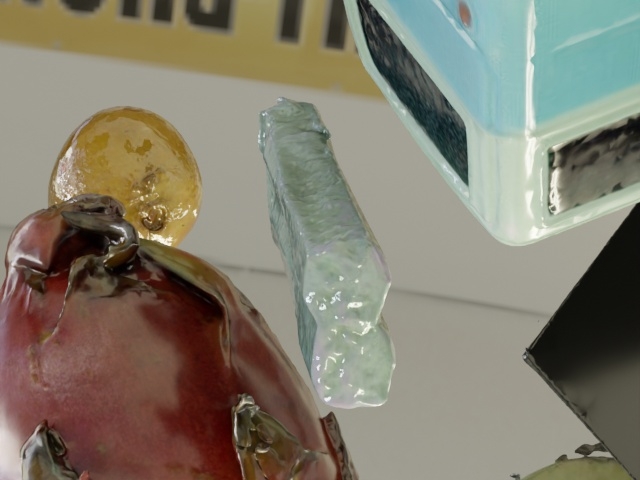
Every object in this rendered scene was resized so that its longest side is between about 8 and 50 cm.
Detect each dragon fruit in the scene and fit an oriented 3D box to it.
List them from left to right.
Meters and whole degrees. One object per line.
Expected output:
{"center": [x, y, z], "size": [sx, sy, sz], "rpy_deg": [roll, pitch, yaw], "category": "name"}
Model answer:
{"center": [-0.099, 0.132, 0.944], "size": [0.250, 0.315, 0.250], "rpy_deg": [-13, -157, 6], "category": "dragon fruit"}

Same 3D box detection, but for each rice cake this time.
{"center": [0.000, 0.000, 0.833], "size": [0.040, 0.085, 0.226], "rpy_deg": [-7, -158, -5], "category": "rice cake"}

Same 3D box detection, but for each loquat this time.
{"center": [-0.166, -0.046, 1.441], "size": [0.141, 0.141, 0.141], "rpy_deg": [7, -165, -2], "category": "loquat"}

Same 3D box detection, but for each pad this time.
{"center": [0.196, 0.045, 0.768], "size": [0.170, 0.006, 0.245], "rpy_deg": [49, -135, -4], "category": "pad"}

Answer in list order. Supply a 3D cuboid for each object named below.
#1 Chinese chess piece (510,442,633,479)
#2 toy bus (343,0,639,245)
{"center": [0.210, 0.269, 1.224], "size": [0.238, 0.237, 0.092], "rpy_deg": [10, 151, 8], "category": "Chinese chess piece"}
{"center": [0.141, -0.113, 0.509], "size": [0.271, 0.164, 0.133], "rpy_deg": [-21, -131, -14], "category": "toy bus"}
